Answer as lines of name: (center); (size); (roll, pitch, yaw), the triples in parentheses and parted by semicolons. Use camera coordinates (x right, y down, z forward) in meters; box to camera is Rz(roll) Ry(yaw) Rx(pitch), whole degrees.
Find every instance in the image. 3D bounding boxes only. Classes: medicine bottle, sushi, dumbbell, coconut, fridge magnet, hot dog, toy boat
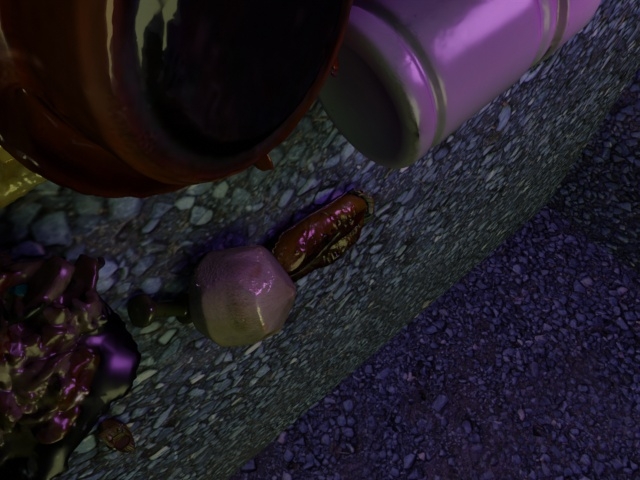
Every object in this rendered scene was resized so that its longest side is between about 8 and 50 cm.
medicine bottle: (0.162, -0.264, 0.615); (0.325, 0.212, 0.212); (-39, 156, -12)
sushi: (-0.326, 0.113, 0.468); (0.218, 0.225, 0.238); (51, 42, -53)
dumbbell: (-0.245, 0.109, 0.767); (0.046, 0.052, 0.118); (-39, 160, 18)
coconut: (-0.119, 0.084, 0.777); (0.162, 0.161, 0.161); (-9, 153, 2)
fridge magnet: (-0.094, -0.189, 0.373); (0.363, 0.155, 0.363); (-47, 157, -26)
hot dog: (0.000, 0.000, 0.950); (0.270, 0.082, 0.162); (-34, 156, -24)
toy boat: (-0.408, 0.394, 0.976); (0.047, 0.049, 0.149); (-35, 154, -20)

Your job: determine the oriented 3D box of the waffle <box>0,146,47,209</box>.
waffle: (-0.296, -0.105, 0.327); (0.168, 0.057, 0.274); (-36, 155, -18)
